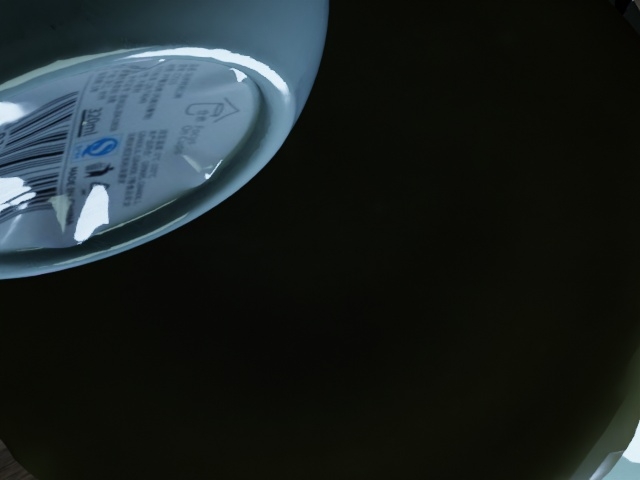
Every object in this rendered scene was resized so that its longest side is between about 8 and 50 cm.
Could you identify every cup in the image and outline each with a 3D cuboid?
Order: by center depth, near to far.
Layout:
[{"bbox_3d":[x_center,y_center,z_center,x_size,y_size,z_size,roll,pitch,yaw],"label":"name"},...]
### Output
[{"bbox_3d":[-0.128,-0.154,0.496,0.205,0.312,0.205,-20,160,-7],"label":"cup"}]

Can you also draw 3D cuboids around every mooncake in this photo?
[{"bbox_3d":[0.000,0.000,0.908,0.467,0.467,0.262,-20,172,-4],"label":"mooncake"}]

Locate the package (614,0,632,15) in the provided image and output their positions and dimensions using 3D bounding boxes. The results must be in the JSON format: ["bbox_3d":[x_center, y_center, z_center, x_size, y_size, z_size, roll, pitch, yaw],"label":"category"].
[{"bbox_3d":[0.239,-0.262,0.876,0.269,0.071,0.194,99,18,-56],"label":"package"}]

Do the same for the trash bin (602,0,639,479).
[{"bbox_3d":[0.224,0.004,1.183,0.280,0.432,0.280,-19,162,-6],"label":"trash bin"}]
